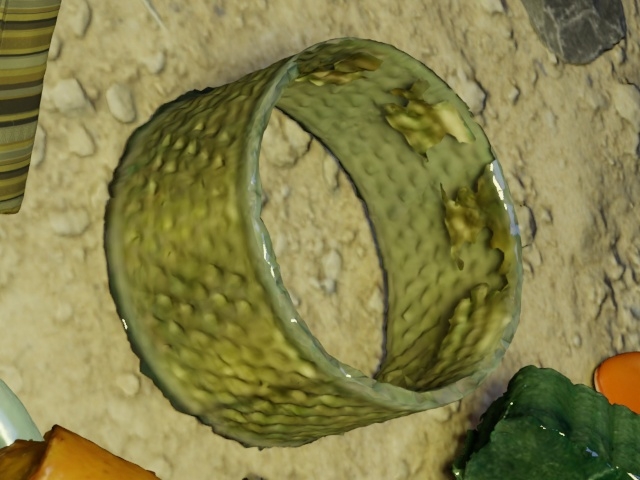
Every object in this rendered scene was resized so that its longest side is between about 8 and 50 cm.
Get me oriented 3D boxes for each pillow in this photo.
[{"bbox_3d":[-0.205,-0.106,1.093,0.113,0.038,0.203,-8,118,-47],"label":"pillow"}]

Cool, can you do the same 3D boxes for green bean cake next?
[{"bbox_3d":[0.187,0.210,1.377,0.208,0.193,0.107,30,34,-7],"label":"green bean cake"}]

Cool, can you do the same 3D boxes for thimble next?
[{"bbox_3d":[0.000,0.000,1.246,0.271,0.150,0.270,17,65,-40],"label":"thimble"}]

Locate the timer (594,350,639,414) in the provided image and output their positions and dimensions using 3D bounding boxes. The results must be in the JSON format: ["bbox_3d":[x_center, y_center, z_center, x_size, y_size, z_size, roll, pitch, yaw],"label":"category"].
[{"bbox_3d":[0.373,0.203,1.540,0.257,0.161,0.250,15,33,-41],"label":"timer"}]

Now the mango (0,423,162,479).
[{"bbox_3d":[-0.105,0.250,1.010,0.350,0.201,0.199,55,27,-33],"label":"mango"}]

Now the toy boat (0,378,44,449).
[{"bbox_3d":[-0.233,0.109,1.032,0.207,0.079,0.134,46,46,-22],"label":"toy boat"}]
